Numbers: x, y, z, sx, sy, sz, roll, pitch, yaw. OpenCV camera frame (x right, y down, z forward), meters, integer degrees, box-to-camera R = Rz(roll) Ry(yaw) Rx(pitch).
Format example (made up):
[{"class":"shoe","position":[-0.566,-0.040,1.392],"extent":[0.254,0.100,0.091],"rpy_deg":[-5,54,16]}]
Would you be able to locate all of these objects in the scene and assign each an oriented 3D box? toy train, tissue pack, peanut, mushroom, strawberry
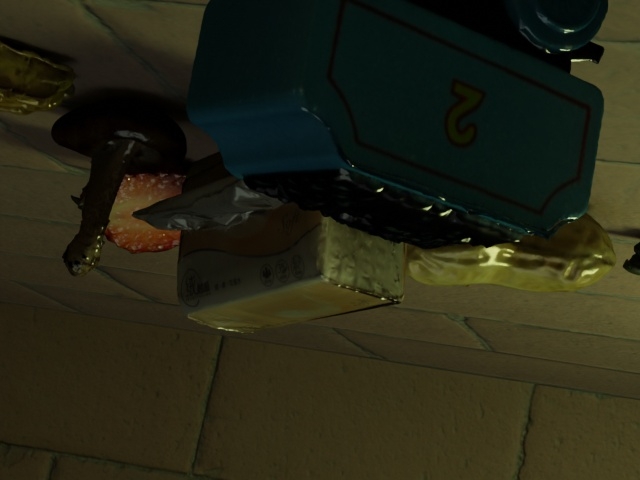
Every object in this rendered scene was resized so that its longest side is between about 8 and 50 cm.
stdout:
[{"class":"toy train","position":[0.072,-0.131,1.207],"extent":[0.300,0.265,0.188],"rpy_deg":[17,168,-36]},{"class":"tissue pack","position":[-0.066,-0.023,1.934],"extent":[0.238,0.239,0.305],"rpy_deg":[18,160,-33]},{"class":"peanut","position":[0.227,0.002,2.083],"extent":[0.305,0.147,0.147],"rpy_deg":[9,170,-8]},{"class":"mushroom","position":[-0.265,-0.061,2.034],"extent":[0.148,0.218,0.227],"rpy_deg":[17,168,-24]},{"class":"strawberry","position":[-0.237,-0.066,2.326],"extent":[0.236,0.107,0.175],"rpy_deg":[18,131,-36]}]

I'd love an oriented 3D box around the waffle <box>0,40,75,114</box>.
[{"class":"waffle","position":[-0.442,-0.206,1.883],"extent":[0.309,0.065,0.283],"rpy_deg":[7,169,16]}]

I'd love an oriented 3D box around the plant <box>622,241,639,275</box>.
[{"class":"plant","position":[0.490,0.039,2.157],"extent":[0.174,0.085,0.087],"rpy_deg":[13,-163,14]}]
